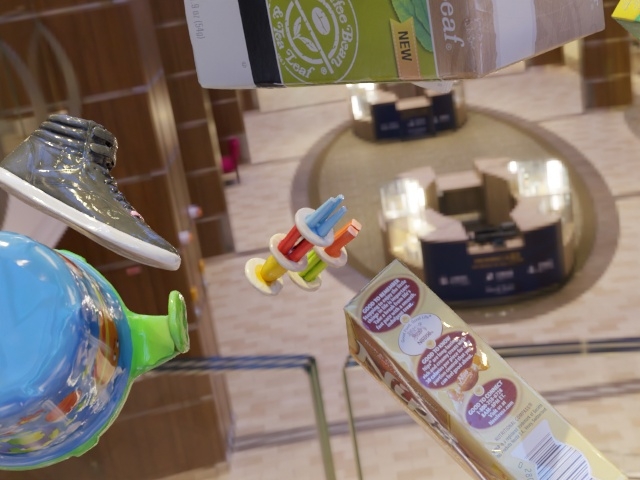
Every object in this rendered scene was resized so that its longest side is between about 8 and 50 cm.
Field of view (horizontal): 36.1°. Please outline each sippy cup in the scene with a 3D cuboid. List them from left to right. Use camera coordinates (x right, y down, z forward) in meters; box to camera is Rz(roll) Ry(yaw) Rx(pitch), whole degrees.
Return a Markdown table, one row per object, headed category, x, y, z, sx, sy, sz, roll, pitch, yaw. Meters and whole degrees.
| category | x | y | z | sx | sy | sz | roll | pitch | yaw |
| --- | --- | --- | --- | --- | --- | --- | --- | --- | --- |
| sippy cup | -0.297 | 0.095 | 0.926 | 0.305 | 0.240 | 0.224 | -41 | -7 | -15 |

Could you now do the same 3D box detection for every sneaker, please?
| category | x | y | z | sx | sy | sz | roll | pitch | yaw |
| --- | --- | --- | --- | --- | --- | --- | --- | --- | --- |
| sneaker | -0.299 | -0.077 | 1.364 | 0.296 | 0.146 | 0.104 | 29 | -14 | 8 |

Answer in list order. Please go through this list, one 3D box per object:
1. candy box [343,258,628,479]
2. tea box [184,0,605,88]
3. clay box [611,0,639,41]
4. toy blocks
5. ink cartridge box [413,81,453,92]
| category | x | y | z | sx | sy | sz | roll | pitch | yaw |
| --- | --- | --- | --- | --- | --- | --- | --- | --- | --- |
| candy box | 0.162 | 0.180 | 1.048 | 0.087 | 0.183 | 0.316 | -41 | 71 | -12 |
| tea box | 0.043 | -0.315 | 0.850 | 0.324 | 0.328 | 0.220 | 5 | 22 | 41 |
| clay box | 0.378 | -0.270 | 0.913 | 0.127 | 0.222 | 0.053 | 27 | 5 | -33 |
| toy blocks | 0.000 | 0.000 | 1.118 | 0.123 | 0.054 | 0.148 | -4 | -32 | -49 |
| ink cartridge box | 0.223 | -0.424 | 1.401 | 0.072 | 0.324 | 0.330 | 17 | 37 | 7 |
